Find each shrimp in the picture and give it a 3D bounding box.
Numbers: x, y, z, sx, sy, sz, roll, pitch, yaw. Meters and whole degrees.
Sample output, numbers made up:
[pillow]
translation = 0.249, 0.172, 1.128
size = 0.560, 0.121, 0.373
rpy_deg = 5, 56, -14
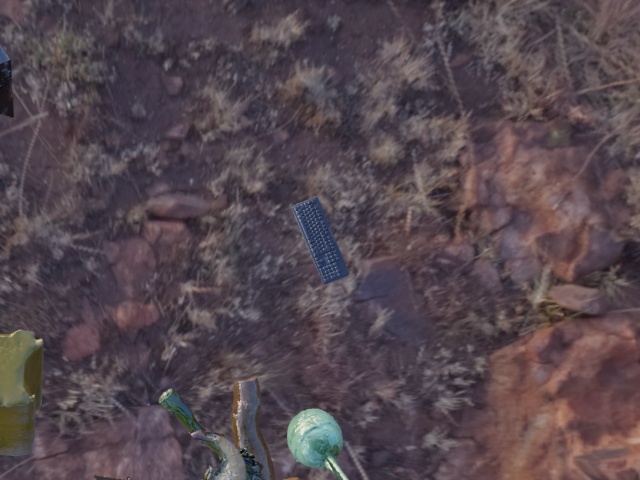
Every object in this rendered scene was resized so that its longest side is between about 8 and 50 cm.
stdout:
[shrimp]
translation = -0.138, 0.248, 1.000
size = 0.114, 0.023, 0.083
rpy_deg = -11, 70, -24

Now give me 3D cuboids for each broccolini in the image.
[broccolini]
translation = -0.152, 0.302, 1.402
size = 0.057, 0.071, 0.254
rpy_deg = -53, 129, -28

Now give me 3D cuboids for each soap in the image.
[soap]
translation = -0.664, 0.279, 1.697
size = 0.293, 0.335, 0.156
rpy_deg = 6, 61, -16

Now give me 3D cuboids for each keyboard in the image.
[keyboard]
translation = 0.000, 0.000, 1.642
size = 0.053, 0.010, 0.155
rpy_deg = -22, 81, -6

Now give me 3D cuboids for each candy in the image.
[candy]
translation = 0.059, 0.504, 1.875
size = 0.119, 0.440, 0.119
rpy_deg = -16, 128, -22

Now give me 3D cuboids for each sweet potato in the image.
[sweet potato]
translation = -0.124, 0.401, 1.726
size = 0.067, 0.059, 0.281
rpy_deg = -7, 83, -25

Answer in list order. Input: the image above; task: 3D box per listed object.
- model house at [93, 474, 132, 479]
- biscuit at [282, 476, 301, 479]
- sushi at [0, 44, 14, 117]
[model house]
translation = -0.237, 0.429, 1.129
size = 0.204, 0.243, 0.211
rpy_deg = -37, 67, 8
[biscuit]
translation = -0.038, 0.439, 1.240
size = 0.047, 0.334, 0.202
rpy_deg = -17, 86, 5
[sushi]
translation = -0.537, -0.241, 1.275
size = 0.150, 0.153, 0.172
rpy_deg = -30, 76, -27
